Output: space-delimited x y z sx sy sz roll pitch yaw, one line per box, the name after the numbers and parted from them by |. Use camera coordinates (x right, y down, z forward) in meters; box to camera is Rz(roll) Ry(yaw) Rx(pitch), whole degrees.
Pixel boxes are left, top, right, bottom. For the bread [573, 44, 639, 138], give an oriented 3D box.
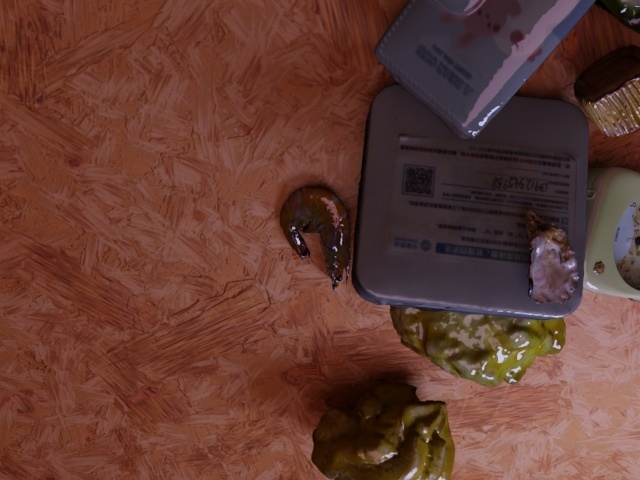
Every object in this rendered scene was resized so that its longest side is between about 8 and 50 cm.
0.512 -0.249 1.046 0.132 0.190 0.114 -35 110 27 | bread

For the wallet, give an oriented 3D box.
0.262 -0.367 0.981 0.252 0.083 0.360 43 118 7 | wallet

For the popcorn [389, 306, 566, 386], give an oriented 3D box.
0.307 0.116 1.233 0.335 0.293 0.292 -10 122 -8 | popcorn

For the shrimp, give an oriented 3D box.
0.000 0.000 1.308 0.150 0.068 0.248 -8 115 23 | shrimp

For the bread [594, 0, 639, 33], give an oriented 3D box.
0.589 -0.495 0.930 0.366 0.129 0.382 32 117 -14 | bread

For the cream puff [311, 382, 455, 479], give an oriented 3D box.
0.151 0.455 1.458 0.291 0.324 0.257 26 84 -29 | cream puff

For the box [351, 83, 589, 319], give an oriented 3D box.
0.265 -0.066 1.103 0.396 0.111 0.396 7 80 1 | box

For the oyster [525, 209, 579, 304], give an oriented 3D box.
0.366 0.036 1.004 0.146 0.121 0.045 46 154 -15 | oyster

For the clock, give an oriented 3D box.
0.606 0.003 1.195 0.308 0.096 0.234 16 89 -21 | clock
